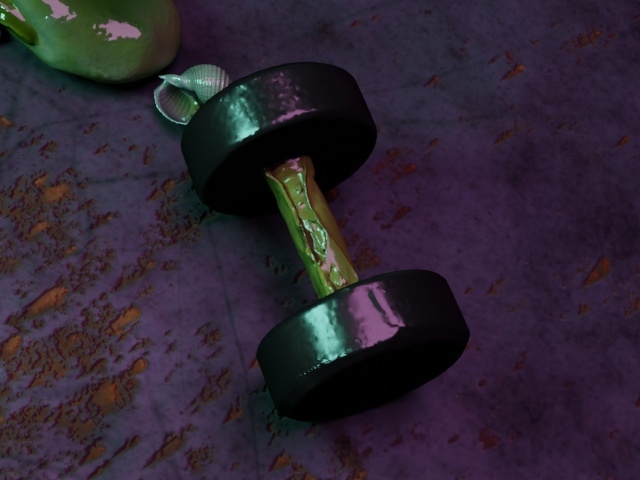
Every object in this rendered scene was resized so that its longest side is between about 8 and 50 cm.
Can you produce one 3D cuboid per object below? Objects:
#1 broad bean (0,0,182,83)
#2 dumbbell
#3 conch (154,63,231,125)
[{"bbox_3d":[-0.262,-0.257,1.497,0.228,0.100,0.169,5,67,-17],"label":"broad bean"},{"bbox_3d":[0.000,0.000,1.371,0.204,0.203,0.322,-12,67,-23],"label":"dumbbell"},{"bbox_3d":[-0.137,-0.158,1.505,0.085,0.056,0.076,4,75,19],"label":"conch"}]
